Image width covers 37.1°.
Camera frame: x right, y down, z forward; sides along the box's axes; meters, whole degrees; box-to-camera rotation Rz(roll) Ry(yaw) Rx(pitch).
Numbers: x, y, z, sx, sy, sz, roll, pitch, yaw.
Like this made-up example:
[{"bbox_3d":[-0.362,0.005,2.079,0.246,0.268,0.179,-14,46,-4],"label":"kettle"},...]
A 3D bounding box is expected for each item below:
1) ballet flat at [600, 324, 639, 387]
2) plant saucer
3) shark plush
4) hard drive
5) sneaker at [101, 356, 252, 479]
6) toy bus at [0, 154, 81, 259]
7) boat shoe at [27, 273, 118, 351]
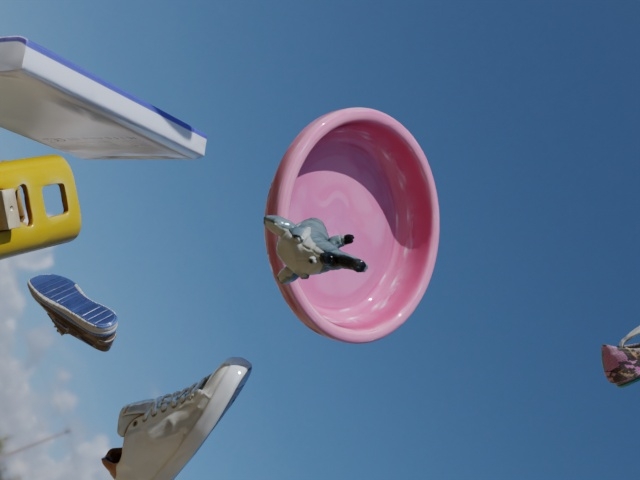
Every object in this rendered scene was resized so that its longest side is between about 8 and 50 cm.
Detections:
[{"bbox_3d":[0.495,0.136,1.321,0.077,0.222,0.079,-3,75,-87],"label":"ballet flat"},{"bbox_3d":[0.038,-0.021,1.361,0.084,0.332,0.332,2,-70,46],"label":"plant saucer"},{"bbox_3d":[0.000,0.000,0.928,0.161,0.067,0.073,-3,-75,68],"label":"shark plush"},{"bbox_3d":[-0.307,-0.154,1.108,0.210,0.319,0.040,3,-100,27],"label":"hard drive"},{"bbox_3d":[-0.213,0.250,1.335,0.123,0.106,0.290,40,-69,1],"label":"sneaker"},{"bbox_3d":[-0.312,-0.025,0.867,0.104,0.202,0.191,-5,-36,30],"label":"toy bus"},{"bbox_3d":[-0.387,0.114,1.466,0.183,0.066,0.066,30,-56,31],"label":"boat shoe"}]
